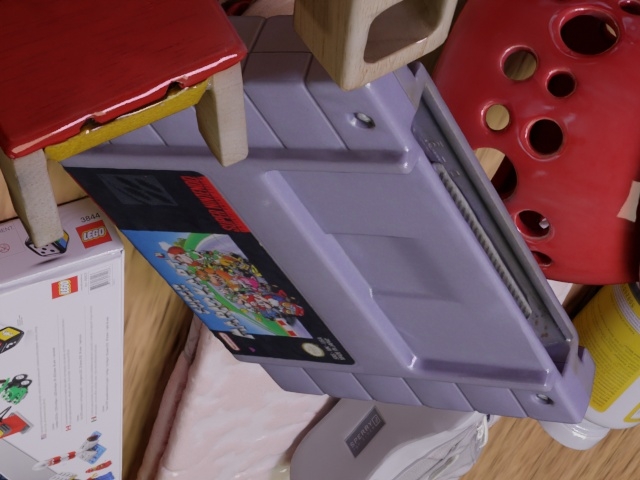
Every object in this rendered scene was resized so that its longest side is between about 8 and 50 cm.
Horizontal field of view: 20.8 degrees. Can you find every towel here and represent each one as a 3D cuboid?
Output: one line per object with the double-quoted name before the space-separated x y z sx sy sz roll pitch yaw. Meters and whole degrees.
"towel" 0.029 0.095 1.347 0.331 0.053 0.317 -12 145 -26

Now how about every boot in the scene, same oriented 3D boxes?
"boot" 0.089 0.122 1.315 0.123 0.095 0.258 -6 151 -44

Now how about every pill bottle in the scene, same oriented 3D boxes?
"pill bottle" 0.257 0.094 1.474 0.103 0.103 0.184 1 139 -39

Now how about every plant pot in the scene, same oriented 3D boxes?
"plant pot" 0.170 -0.058 1.042 0.191 0.174 0.191 -49 153 -37

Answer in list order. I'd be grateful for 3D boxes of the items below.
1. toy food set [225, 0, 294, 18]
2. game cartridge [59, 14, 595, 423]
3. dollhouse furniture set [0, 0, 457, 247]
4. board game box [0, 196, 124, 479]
"toy food set" -0.019 -0.124 1.013 0.082 0.020 0.083 -16 148 -19
"game cartridge" 0.000 0.000 1.007 0.230 0.068 0.355 -1 147 28
"dollhouse furniture set" 0.001 -0.183 0.718 0.374 0.201 0.152 -25 156 -18
"board game box" -0.227 0.105 1.158 0.193 0.053 0.305 -17 148 -19
